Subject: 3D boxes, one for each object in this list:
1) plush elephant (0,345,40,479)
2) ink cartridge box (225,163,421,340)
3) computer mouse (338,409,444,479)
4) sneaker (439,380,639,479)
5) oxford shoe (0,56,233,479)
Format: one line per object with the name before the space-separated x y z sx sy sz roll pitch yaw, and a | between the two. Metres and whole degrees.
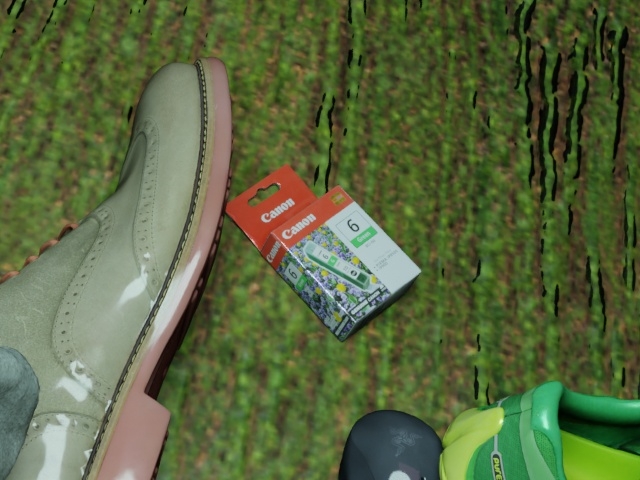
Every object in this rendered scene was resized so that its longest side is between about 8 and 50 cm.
plush elephant | -0.274 0.128 0.753 0.330 0.255 0.272 31 93 40
ink cartridge box | 0.000 0.000 1.038 0.063 0.029 0.115 -36 77 -32
computer mouse | 0.071 0.202 0.935 0.071 0.041 0.242 -10 65 -25
sneaker | 0.212 0.163 0.948 0.295 0.123 0.109 22 53 -18
oxford shoe | -0.130 0.028 0.923 0.130 0.123 0.348 15 55 -4
